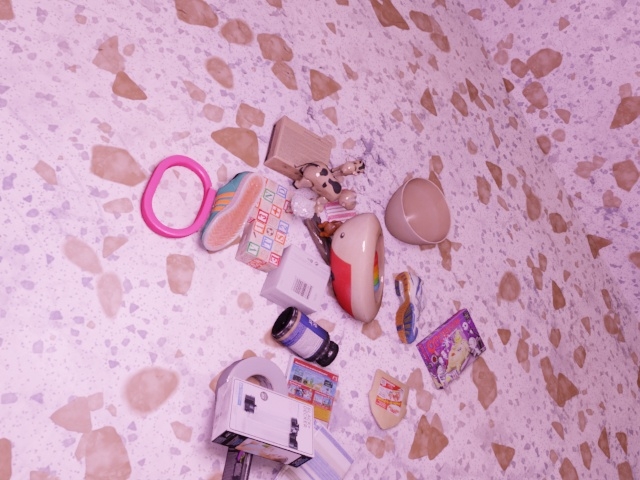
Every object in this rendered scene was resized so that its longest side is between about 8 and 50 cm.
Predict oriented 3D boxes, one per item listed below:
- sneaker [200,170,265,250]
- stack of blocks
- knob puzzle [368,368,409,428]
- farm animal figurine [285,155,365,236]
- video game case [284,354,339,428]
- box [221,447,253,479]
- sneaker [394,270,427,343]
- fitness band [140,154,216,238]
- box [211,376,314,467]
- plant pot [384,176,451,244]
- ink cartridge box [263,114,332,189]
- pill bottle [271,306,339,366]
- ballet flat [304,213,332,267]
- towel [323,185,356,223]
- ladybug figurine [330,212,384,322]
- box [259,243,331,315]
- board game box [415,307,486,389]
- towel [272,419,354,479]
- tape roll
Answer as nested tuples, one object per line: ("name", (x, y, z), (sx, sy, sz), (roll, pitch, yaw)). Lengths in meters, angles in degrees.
("sneaker", (-0.301, -0.099, 1.684), (0.302, 0.121, 0.108), (-57, 132, -18))
("stack of blocks", (-0.202, -0.060, 1.784), (0.171, 0.087, 0.297), (27, 60, -26))
("knob puzzle", (0.244, 0.601, 1.915), (0.213, 0.030, 0.213), (14, 66, -33))
("farm animal figurine", (0.054, -0.190, 1.861), (0.327, 0.172, 0.330), (28, 64, -38))
("video game case", (-0.050, 0.551, 1.719), (0.204, 0.025, 0.285), (29, 59, -25))
("box", (-0.238, 0.650, 1.486), (0.029, 0.116, 0.162), (24, 61, -30))
("sneaker", (0.380, 0.272, 2.082), (0.131, 0.112, 0.296), (17, 65, -31))
("fitness band", (-0.451, -0.140, 1.652), (0.209, 0.054, 0.290), (28, 58, -25))
("box", (-0.157, 0.522, 1.483), (0.290, 0.087, 0.169), (30, 35, -25))
("plant pot", (0.378, -0.100, 2.161), (0.284, 0.191, 0.284), (13, 67, -33))
("ink cartridge box", (-0.083, -0.330, 1.968), (0.235, 0.088, 0.193), (25, 61, -28))
("pill bottle", (-0.047, 0.330, 1.738), (0.219, 0.123, 0.122), (40, 55, -19))
("ballet flat", (0.000, 0.000, 1.941), (0.249, 0.058, 0.084), (63, 32, -8))
("towel", (0.074, -0.119, 2.051), (0.144, 0.029, 0.196), (-9, 77, -38))
("ladybug figurine", (0.132, 0.104, 1.839), (0.305, 0.162, 0.449), (-64, 154, -52))
("box", (-0.083, 0.140, 1.781), (0.181, 0.119, 0.181), (33, 56, -23))
("board game box", (0.562, 0.453, 2.195), (0.347, 0.056, 0.208), (-26, 86, -39))
("towel", (-0.031, 0.745, 1.639), (0.209, 0.034, 0.285), (50, 61, -15))
("tape roll", (-0.210, 0.473, 1.598), (0.219, 0.072, 0.219), (13, 66, -32))
